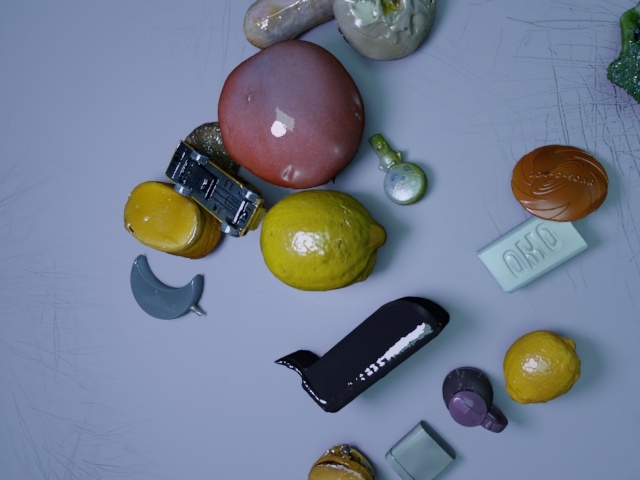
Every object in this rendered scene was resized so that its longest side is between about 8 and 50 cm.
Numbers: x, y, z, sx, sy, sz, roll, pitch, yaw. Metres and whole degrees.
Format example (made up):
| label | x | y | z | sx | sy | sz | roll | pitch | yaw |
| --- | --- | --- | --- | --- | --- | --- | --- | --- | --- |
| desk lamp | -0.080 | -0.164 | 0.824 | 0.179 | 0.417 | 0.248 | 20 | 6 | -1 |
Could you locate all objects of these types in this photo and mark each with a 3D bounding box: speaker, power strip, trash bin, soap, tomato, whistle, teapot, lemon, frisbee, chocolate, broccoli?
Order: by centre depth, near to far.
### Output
| label | x | y | z | sx | sy | sz | roll | pitch | yaw |
| --- | --- | --- | --- | --- | --- | --- | --- | --- | --- |
| broccoli | 0.699 | -0.382 | 0.889 | 0.295 | 0.265 | 0.245 | -14 | 53 | 12 |
| frisbee | 0.513 | -0.130 | 1.001 | 0.192 | 0.035 | 0.191 | -5 | 66 | 12 |
| lemon | 0.475 | 0.278 | 1.017 | 0.142 | 0.142 | 0.187 | 38 | 107 | 13 |
| soap | 0.468 | 0.021 | 1.046 | 0.198 | 0.066 | 0.119 | -36 | 80 | 16 |
| teapot | 0.341 | 0.375 | 1.060 | 0.116 | 0.146 | 0.148 | -28 | 84 | 17 |
| tomato | -0.074 | -0.284 | 1.086 | 0.342 | 0.273 | 0.340 | -5 | 75 | 21 |
| lemon | 0.000 | 0.000 | 1.104 | 0.320 | 0.245 | 0.244 | -1 | 92 | 22 |
| speaker | 0.100 | 0.245 | 1.120 | 0.388 | 0.180 | 0.184 | -41 | 75 | 15 |
| whistle | 0.183 | -0.175 | 1.140 | 0.104 | 0.057 | 0.198 | -37 | 74 | 21 |
| trash bin | 0.244 | 0.529 | 1.144 | 0.116 | 0.059 | 0.130 | 43 | 103 | 11 |
| chocolate | -0.057 | -0.579 | 1.153 | 0.310 | 0.134 | 0.134 | -22 | 86 | 16 |
| power strip | -0.442 | 0.148 | 1.352 | 0.254 | 0.054 | 0.167 | 19 | 100 | 17 |

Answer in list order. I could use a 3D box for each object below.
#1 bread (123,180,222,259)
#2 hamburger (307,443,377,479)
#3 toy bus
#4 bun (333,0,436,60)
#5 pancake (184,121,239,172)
| label | x | y | z | sx | sy | sz | roll | pitch | yaw |
| --- | --- | --- | --- | --- | --- | --- | --- | --- | --- |
| bread | -0.404 | -0.057 | 1.282 | 0.270 | 0.143 | 0.195 | 23 | 90 | 18 |
| hamburger | 0.063 | 0.622 | 1.177 | 0.191 | 0.118 | 0.181 | 37 | 106 | 17 |
| toy bus | -0.259 | -0.132 | 1.184 | 0.336 | 0.123 | 0.121 | 36 | 103 | 29 |
| bun | 0.154 | -0.532 | 1.057 | 0.240 | 0.141 | 0.238 | -2 | 108 | -7 |
| pancake | -0.308 | -0.236 | 1.308 | 0.200 | 0.021 | 0.199 | 1 | 93 | 18 |
